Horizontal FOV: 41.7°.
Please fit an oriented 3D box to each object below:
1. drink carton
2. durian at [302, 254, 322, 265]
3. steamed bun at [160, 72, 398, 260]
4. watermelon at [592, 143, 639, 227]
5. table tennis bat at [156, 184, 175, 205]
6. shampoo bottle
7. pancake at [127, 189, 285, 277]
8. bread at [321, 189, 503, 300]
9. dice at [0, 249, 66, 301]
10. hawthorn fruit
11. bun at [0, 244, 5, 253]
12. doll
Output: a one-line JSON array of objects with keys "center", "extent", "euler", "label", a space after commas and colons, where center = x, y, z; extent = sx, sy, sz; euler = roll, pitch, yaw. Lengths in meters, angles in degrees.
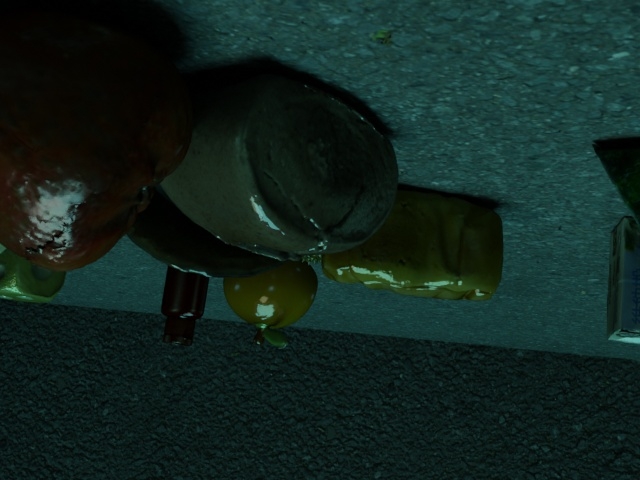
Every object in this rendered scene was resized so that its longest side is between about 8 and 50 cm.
[{"center": [0.643, 0.081, 1.365], "extent": [0.325, 0.194, 0.132], "euler": [6, 165, 8], "label": "drink carton"}, {"center": [0.000, 0.000, 1.578], "extent": [0.146, 0.102, 0.208], "euler": [-10, 163, 36], "label": "durian"}, {"center": [-0.058, -0.070, 1.074], "extent": [0.252, 0.199, 0.301], "euler": [-4, 164, 41], "label": "steamed bun"}, {"center": [0.550, -0.027, 1.087], "extent": [0.222, 0.319, 0.292], "euler": [-36, 157, 18], "label": "watermelon"}, {"center": [-0.214, -0.114, 1.167], "extent": [0.237, 0.149, 0.038], "euler": [33, 127, -22], "label": "table tennis bat"}, {"center": [-0.270, 0.081, 1.701], "extent": [0.102, 0.260, 0.064], "euler": [-1, 166, 34], "label": "shampoo bottle"}, {"center": [-0.161, -0.045, 1.212], "extent": [0.288, 0.286, 0.033], "euler": [2, 130, -35], "label": "pancake"}, {"center": [0.149, 0.008, 1.373], "extent": [0.294, 0.166, 0.132], "euler": [9, 167, -5], "label": "bread"}, {"center": [-0.742, 0.060, 2.067], "extent": [0.169, 0.166, 0.169], "euler": [0, 165, 30], "label": "dice"}, {"center": [-0.299, -0.127, 0.879], "extent": [0.307, 0.276, 0.276], "euler": [32, 159, -18], "label": "hawthorn fruit"}, {"center": [-0.518, -0.116, 1.037], "extent": [0.349, 0.227, 0.352], "euler": [18, 158, 28], "label": "bun"}, {"center": [-0.122, 0.131, 1.893], "extent": [0.214, 0.236, 0.213], "euler": [9, 162, 3], "label": "doll"}]
